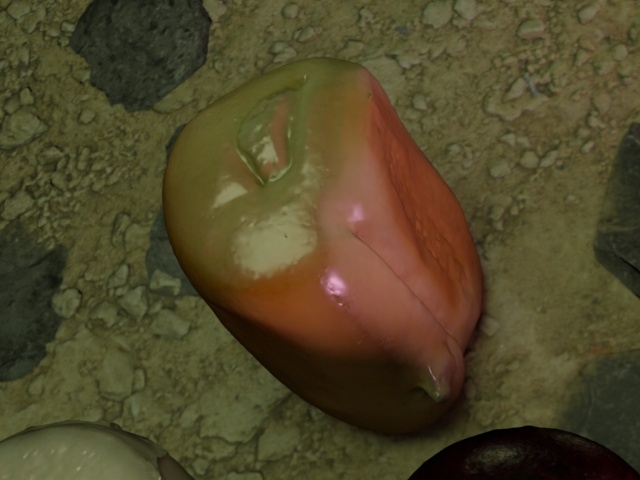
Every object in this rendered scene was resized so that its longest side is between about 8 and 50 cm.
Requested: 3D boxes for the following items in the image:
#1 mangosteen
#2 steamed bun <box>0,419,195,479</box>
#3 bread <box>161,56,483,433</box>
[{"bbox_3d":[0.177,0.315,1.563,0.297,0.293,0.297,-2,86,42],"label":"mangosteen"},{"bbox_3d":[-0.263,0.385,1.788,0.374,0.241,0.375,-11,57,17],"label":"steamed bun"},{"bbox_3d":[0.000,0.000,1.827,0.252,0.376,0.348,-10,56,23],"label":"bread"}]
